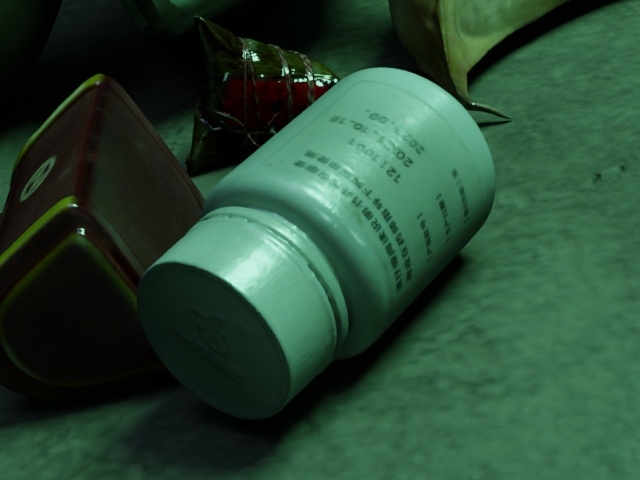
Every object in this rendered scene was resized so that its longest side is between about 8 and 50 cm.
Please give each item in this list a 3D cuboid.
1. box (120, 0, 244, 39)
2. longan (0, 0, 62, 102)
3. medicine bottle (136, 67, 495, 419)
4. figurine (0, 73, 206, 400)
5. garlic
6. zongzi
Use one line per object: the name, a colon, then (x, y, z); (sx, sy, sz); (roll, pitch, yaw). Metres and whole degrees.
box: (-0.089, -0.255, 0.745); (0.166, 0.290, 0.220); (-34, 11, -7)
longan: (-0.240, -0.138, 0.754); (0.212, 0.198, 0.198); (-29, 31, -2)
medicine bottle: (0.000, 0.000, 0.506); (0.080, 0.080, 0.130); (10, 39, 37)
figurine: (-0.104, 0.002, 0.572); (0.098, 0.082, 0.154); (-31, 27, 12)
garlic: (0.093, -0.154, 0.712); (0.207, 0.128, 0.115); (-39, 14, -24)
zongzi: (-0.037, -0.061, 0.668); (0.083, 0.073, 0.067); (16, 15, -30)
